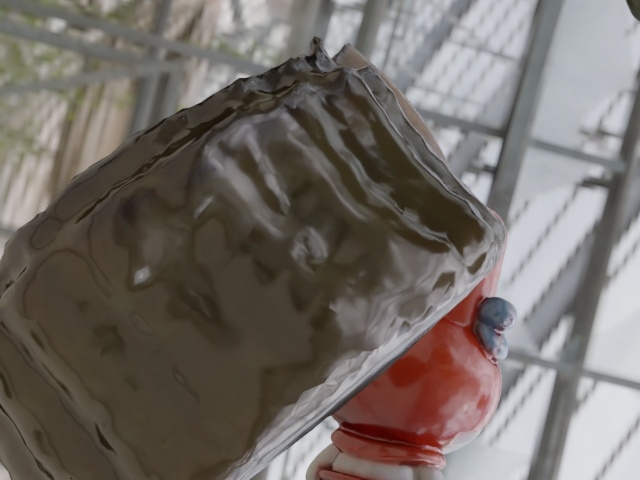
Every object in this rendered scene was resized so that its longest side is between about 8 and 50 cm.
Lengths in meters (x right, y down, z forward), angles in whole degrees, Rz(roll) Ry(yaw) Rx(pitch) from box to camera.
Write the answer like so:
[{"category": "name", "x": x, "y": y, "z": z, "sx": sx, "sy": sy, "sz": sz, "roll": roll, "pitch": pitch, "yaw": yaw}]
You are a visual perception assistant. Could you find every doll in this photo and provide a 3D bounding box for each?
[{"category": "doll", "x": 0.071, "y": 0.107, "z": 1.412, "sx": 0.161, "sy": 0.130, "sz": 0.290, "roll": 10, "pitch": -99, "yaw": 40}]

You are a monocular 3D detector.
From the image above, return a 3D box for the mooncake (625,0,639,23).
[{"category": "mooncake", "x": 0.292, "y": -0.203, "z": 0.969, "sx": 0.275, "sy": 0.275, "sz": 0.135, "roll": 133, "pitch": -42, "yaw": -66}]

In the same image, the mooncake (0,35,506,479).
[{"category": "mooncake", "x": -0.059, "y": 0.037, "z": 1.016, "sx": 0.324, "sy": 0.187, "sz": 0.324, "roll": -38, "pitch": 177, "yaw": -3}]

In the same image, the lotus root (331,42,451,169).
[{"category": "lotus root", "x": 0.000, "y": 0.000, "z": 1.839, "sx": 0.316, "sy": 0.250, "sz": 0.316, "roll": -45, "pitch": -178, "yaw": 2}]
